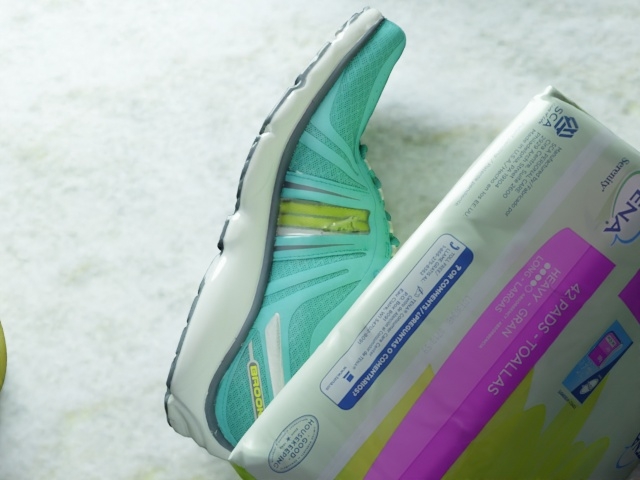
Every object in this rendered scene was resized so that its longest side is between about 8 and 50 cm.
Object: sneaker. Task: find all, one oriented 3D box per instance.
[{"bbox_3d":[0.000,0.000,1.106,0.110,0.107,0.275,19,85,3],"label":"sneaker"}]

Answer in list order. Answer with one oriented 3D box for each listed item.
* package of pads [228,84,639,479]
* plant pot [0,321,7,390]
[{"bbox_3d":[0.093,0.079,0.925,0.101,0.296,0.229,39,89,23],"label":"package of pads"},{"bbox_3d":[-0.243,0.072,1.151,0.134,0.095,0.134,-6,72,18],"label":"plant pot"}]
